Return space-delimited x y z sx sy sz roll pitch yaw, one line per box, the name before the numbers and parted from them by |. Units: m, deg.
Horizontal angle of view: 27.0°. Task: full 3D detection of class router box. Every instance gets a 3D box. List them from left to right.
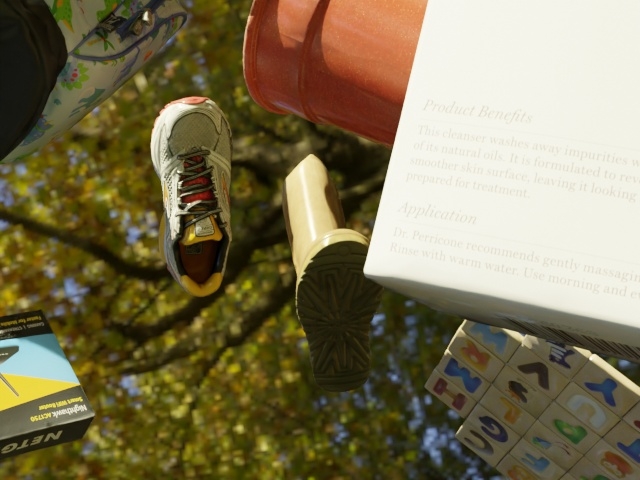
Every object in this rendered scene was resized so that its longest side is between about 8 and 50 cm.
router box | -0.320 0.141 1.249 0.179 0.046 0.133 -11 -123 -39

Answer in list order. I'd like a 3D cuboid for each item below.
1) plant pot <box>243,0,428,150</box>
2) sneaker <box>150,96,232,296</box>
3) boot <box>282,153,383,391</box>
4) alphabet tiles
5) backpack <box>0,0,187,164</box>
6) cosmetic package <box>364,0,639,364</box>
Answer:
plant pot | 0.104 -0.206 1.434 0.272 0.265 0.272 -43 -30 -32
sneaker | -0.124 -0.044 1.397 0.093 0.088 0.225 -123 27 -58
boot | 0.000 0.000 1.483 0.269 0.089 0.236 -100 11 -45
alphabet tiles | 0.239 0.193 1.321 0.285 0.342 0.011 37 -115 10
backpack | -0.318 -0.248 1.554 0.273 0.290 0.355 34 -140 -19
cosmetic package | 0.182 -0.133 0.705 0.156 0.217 0.385 29 -104 -64
